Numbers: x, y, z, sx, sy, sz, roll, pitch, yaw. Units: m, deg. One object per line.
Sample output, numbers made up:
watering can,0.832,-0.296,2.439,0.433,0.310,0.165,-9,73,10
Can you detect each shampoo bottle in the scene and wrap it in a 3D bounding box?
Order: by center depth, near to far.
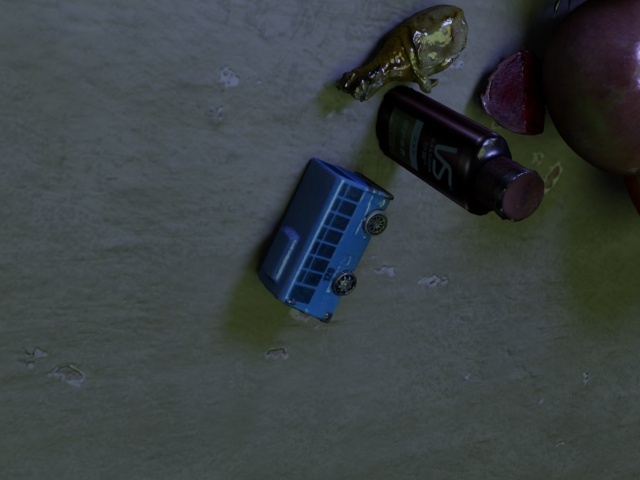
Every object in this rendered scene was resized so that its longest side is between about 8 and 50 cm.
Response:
shampoo bottle,0.194,-0.124,1.192,0.084,0.323,0.129,-10,121,-24

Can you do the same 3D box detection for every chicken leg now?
chicken leg,0.130,-0.269,1.228,0.228,0.088,0.103,-40,141,-9

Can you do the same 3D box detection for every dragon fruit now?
dragon fruit,0.317,-0.239,1.356,0.102,0.096,0.147,12,78,-45

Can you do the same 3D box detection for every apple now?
apple,0.494,-0.254,1.276,0.306,0.235,0.305,0,88,-4

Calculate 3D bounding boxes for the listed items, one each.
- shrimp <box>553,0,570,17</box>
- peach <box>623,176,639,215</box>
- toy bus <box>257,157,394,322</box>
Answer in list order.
shrimp,0.389,-0.545,1.189,0.221,0.166,0.410,-28,114,-40
peach,0.718,-0.152,1.454,0.370,0.370,0.370,-13,121,-23
toy bus,0.000,0.000,1.286,0.134,0.116,0.234,19,103,-35
